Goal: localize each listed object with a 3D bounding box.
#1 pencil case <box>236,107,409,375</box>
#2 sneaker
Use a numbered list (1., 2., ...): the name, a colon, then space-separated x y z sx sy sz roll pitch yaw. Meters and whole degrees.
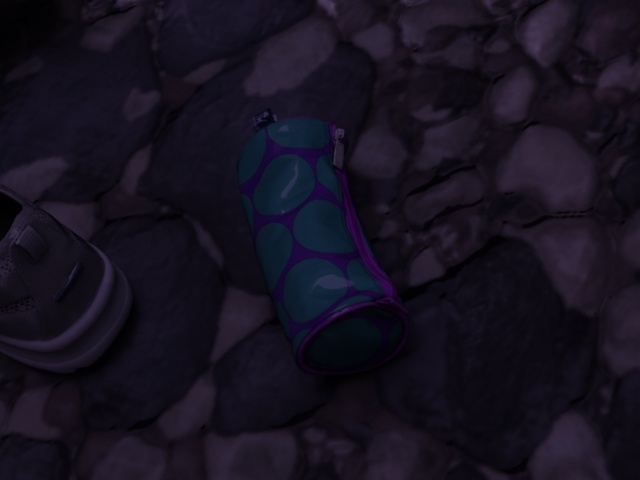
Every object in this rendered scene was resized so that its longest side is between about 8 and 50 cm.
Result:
1. pencil case: 0.000 0.000 1.005 0.070 0.064 0.152 -38 47 23
2. sneaker: -0.238 -0.017 1.072 0.281 0.115 0.105 13 60 28
